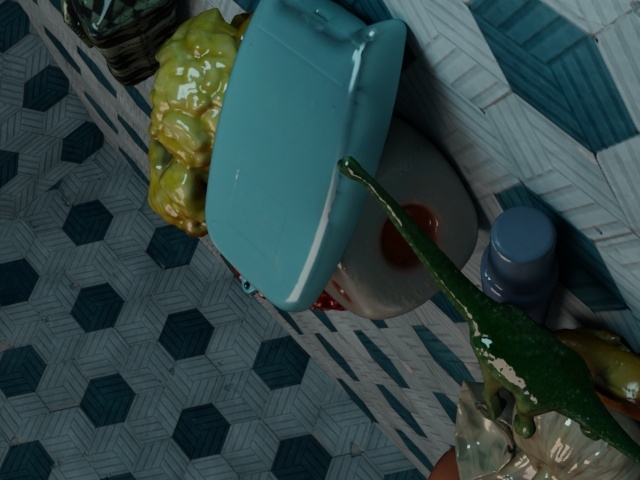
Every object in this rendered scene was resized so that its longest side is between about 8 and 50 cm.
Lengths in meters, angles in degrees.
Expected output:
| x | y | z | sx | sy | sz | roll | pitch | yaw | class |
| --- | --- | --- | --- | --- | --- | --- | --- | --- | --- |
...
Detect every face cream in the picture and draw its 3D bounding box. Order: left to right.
| x | y | z | sx | sy | sz | roll | pitch | yaw | class |
| --- | --- | --- | --- | --- | --- | --- | --- | --- | --- |
| 0.231 | 0.066 | 1.396 | 0.385 | 0.086 | 0.136 | 73 | -171 | -67 | face cream |

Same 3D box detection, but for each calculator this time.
| x | y | z | sx | sy | sz | roll | pitch | yaw | class |
| --- | --- | --- | --- | --- | --- | --- | --- | --- | --- |
| -0.036 | -0.103 | 1.346 | 0.256 | 0.054 | 0.386 | 41 | 125 | 40 | calculator |

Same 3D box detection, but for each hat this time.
| x | y | z | sx | sy | sz | roll | pitch | yaw | class |
| --- | --- | --- | --- | --- | --- | --- | --- | --- | --- |
| 0.327 | 0.324 | 1.927 | 0.225 | 0.164 | 0.220 | 12 | 136 | 6 | hat |

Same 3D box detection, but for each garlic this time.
| x | y | z | sx | sy | sz | roll | pitch | yaw | class |
| --- | --- | --- | --- | --- | --- | --- | --- | --- | --- |
| 0.296 | 0.288 | 1.535 | 0.199 | 0.226 | 0.199 | 45 | 173 | 7 | garlic |

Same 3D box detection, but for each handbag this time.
| x | y | z | sx | sy | sz | roll | pitch | yaw | class |
| --- | --- | --- | --- | --- | --- | --- | --- | --- | --- |
| -0.367 | -0.442 | 1.948 | 0.317 | 0.180 | 0.416 | 58 | 175 | 1 | handbag |

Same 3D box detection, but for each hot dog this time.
| x | y | z | sx | sy | sz | roll | pitch | yaw | class |
| --- | --- | --- | --- | --- | --- | --- | --- | --- | --- |
| 0.326 | 0.144 | 1.334 | 0.104 | 0.076 | 0.250 | 34 | 178 | -17 | hot dog |

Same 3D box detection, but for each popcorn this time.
| x | y | z | sx | sy | sz | roll | pitch | yaw | class |
| --- | --- | --- | --- | --- | --- | --- | --- | --- | --- |
| -0.132 | -0.166 | 1.585 | 0.225 | 0.332 | 0.265 | 25 | -157 | -9 | popcorn |

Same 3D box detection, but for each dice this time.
| x | y | z | sx | sy | sz | roll | pitch | yaw | class |
| --- | --- | --- | --- | --- | --- | --- | --- | --- | --- |
| 0.065 | -0.030 | 1.464 | 0.193 | 0.194 | 0.192 | 54 | 168 | -28 | dice |

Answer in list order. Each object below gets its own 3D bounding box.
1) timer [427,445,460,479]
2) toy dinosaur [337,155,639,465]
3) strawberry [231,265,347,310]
| x | y | z | sx | sy | sz | roll | pitch | yaw | class |
| --- | --- | --- | --- | --- | --- | --- | --- | --- | --- |
| 0.304 | 0.455 | 2.093 | 0.230 | 0.214 | 0.230 | 50 | 165 | 19 | timer |
| 0.208 | 0.092 | 1.220 | 0.447 | 0.087 | 0.301 | 30 | 152 | 31 | toy dinosaur |
| 0.003 | 0.000 | 1.694 | 0.258 | 0.261 | 0.261 | 60 | 166 | -28 | strawberry |
